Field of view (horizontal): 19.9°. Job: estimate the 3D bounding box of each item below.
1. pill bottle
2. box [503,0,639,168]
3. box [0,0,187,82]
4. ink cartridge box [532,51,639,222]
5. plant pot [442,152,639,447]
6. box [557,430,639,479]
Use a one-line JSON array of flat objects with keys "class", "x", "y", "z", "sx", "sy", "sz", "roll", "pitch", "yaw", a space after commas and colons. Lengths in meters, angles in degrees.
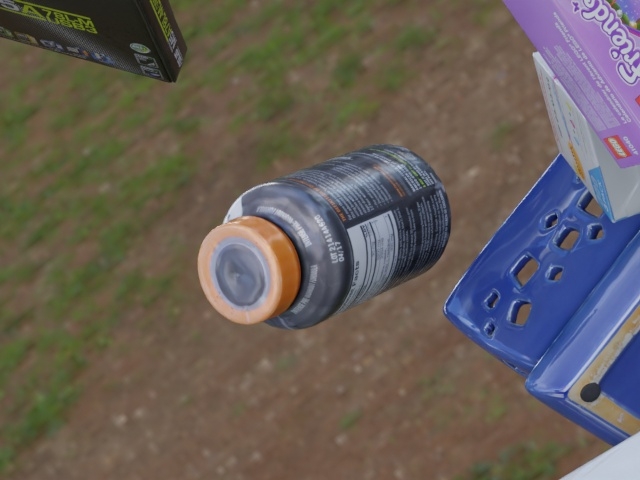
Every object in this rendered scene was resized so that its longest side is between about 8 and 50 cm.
[{"class": "pill bottle", "x": 0.000, "y": 0.000, "z": 1.586, "sx": 0.130, "sy": 0.130, "sz": 0.246, "roll": -25, "pitch": -2, "yaw": 37}, {"class": "box", "x": 0.214, "y": -0.228, "z": 1.330, "sx": 0.201, "sy": 0.293, "sz": 0.057, "roll": -42, "pitch": 12, "yaw": -24}, {"class": "box", "x": -0.221, "y": -0.210, "z": 1.581, "sx": 0.184, "sy": 0.191, "sz": 0.045, "roll": 70, "pitch": -143, "yaw": -74}, {"class": "ink cartridge box", "x": 0.233, "y": -0.105, "z": 1.545, "sx": 0.061, "sy": 0.104, "sz": 0.181, "roll": -20, "pitch": 29, "yaw": -1}, {"class": "plant pot", "x": 0.290, "y": 0.067, "z": 1.656, "sx": 0.236, "sy": 0.236, "sz": 0.212, "roll": -53, "pitch": 26, "yaw": 9}, {"class": "box", "x": 0.269, "y": 0.307, "z": 1.529, "sx": 0.345, "sy": 0.215, "sz": 0.168, "roll": -32, "pitch": 44, "yaw": 5}]
